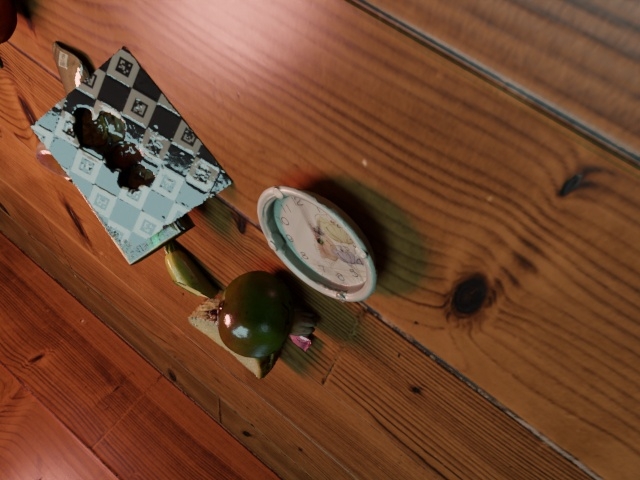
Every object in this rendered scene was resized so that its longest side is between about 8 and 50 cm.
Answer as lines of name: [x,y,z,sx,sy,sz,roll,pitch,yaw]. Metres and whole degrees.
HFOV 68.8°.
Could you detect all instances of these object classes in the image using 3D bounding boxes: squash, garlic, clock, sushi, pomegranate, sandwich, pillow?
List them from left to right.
garlic: [-0.675,-0.207,1.235,0.128,0.091,0.198,35,145,-10]
pillow: [-0.505,-0.294,0.977,0.130,0.033,0.218,34,140,26]
sushi: [-0.347,-0.161,0.874,0.263,0.050,0.290,-32,104,15]
squash: [-0.360,0.083,1.226,0.200,0.075,0.090,53,173,-12]
sandwich: [-0.227,0.222,1.217,0.288,0.100,0.254,34,153,15]
pomegranate: [-0.109,0.157,0.973,0.209,0.180,0.180,11,153,-18]
clock: [0.000,0.000,0.752,0.236,0.053,0.237,31,147,23]

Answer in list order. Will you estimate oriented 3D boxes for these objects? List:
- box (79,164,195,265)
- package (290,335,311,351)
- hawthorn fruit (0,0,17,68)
box: [-0.389,-0.090,0.965,0.159,0.071,0.240,-31,96,15]
package: [-0.054,0.220,1.090,0.083,0.029,0.059,44,146,15]
hawthorn fruit: [-0.676,-0.440,0.851,0.224,0.224,0.261,22,154,31]
